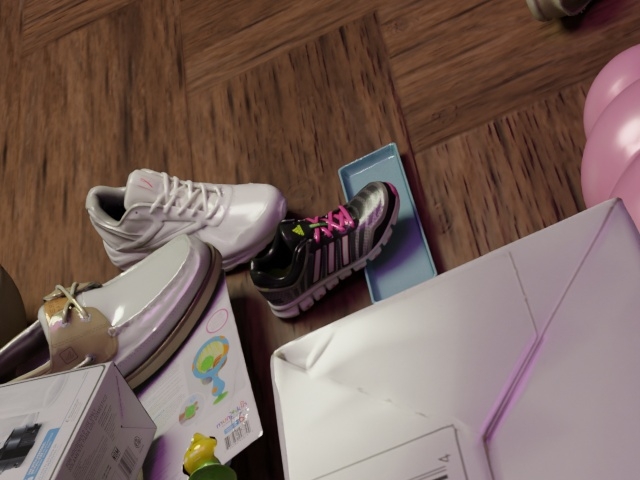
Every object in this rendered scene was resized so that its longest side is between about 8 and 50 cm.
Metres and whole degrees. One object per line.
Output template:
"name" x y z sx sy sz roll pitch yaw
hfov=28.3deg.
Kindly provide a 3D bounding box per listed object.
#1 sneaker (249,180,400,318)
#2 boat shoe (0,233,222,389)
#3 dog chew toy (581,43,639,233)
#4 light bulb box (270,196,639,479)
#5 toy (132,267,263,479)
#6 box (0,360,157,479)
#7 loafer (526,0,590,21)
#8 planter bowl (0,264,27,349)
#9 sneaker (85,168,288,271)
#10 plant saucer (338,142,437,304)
"sneaker" 0.000 0.000 1.201 0.170 0.075 0.063 -42 40 11
"boat shoe" -0.227 0.096 1.221 0.302 0.103 0.113 -44 27 3
"dog chew toy" 0.298 -0.045 0.989 0.207 0.206 0.331 -25 37 12
"light bulb box" 0.169 0.242 0.699 0.225 0.361 0.357 -24 45 15
"toy" -0.108 0.147 1.168 0.137 0.056 0.237 -40 31 15
"box" -0.307 0.215 1.116 0.290 0.087 0.169 -13 33 24
"loafer" 0.298 -0.330 1.294 0.092 0.102 0.268 16 63 47
"planter bowl" -0.378 0.099 1.348 0.162 0.109 0.162 -17 47 19
"sneaker" -0.148 -0.028 1.307 0.232 0.115 0.090 -9 50 26
"plant saucer" 0.065 -0.016 1.235 0.067 0.018 0.192 -25 46 12
